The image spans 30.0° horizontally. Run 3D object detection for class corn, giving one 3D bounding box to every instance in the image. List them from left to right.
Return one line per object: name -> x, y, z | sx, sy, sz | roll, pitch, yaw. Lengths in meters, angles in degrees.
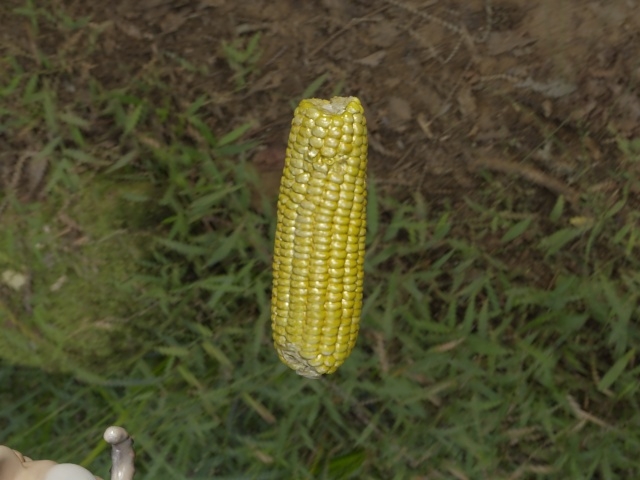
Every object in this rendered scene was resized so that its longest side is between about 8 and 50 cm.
corn -> 0.000, 0.000, 0.845 | 0.067, 0.067, 0.206 | 10, 106, 22

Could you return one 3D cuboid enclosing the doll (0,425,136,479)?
doll -> -0.153, 0.190, 0.691 | 0.119, 0.278, 0.154 | -9, 83, 11
